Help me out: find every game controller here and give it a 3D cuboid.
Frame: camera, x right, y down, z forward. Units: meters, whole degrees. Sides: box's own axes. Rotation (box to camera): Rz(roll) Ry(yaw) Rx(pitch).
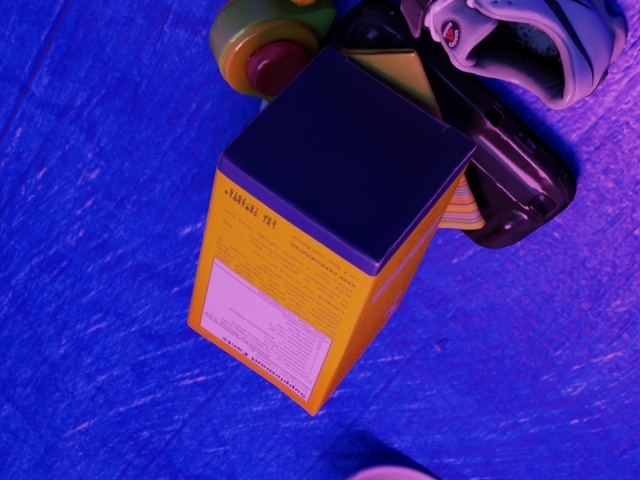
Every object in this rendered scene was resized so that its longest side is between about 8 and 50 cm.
[{"bbox_3d":[0.128,-0.121,1.390,0.319,0.067,0.166,43,147,-6],"label":"game controller"}]

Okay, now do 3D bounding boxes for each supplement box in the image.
[{"bbox_3d":[0.000,0.000,1.382,0.194,0.195,0.356,35,148,10],"label":"supplement box"}]

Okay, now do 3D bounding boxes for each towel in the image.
[{"bbox_3d":[0.100,-0.107,1.357,0.102,0.021,0.237,4,134,36],"label":"towel"}]

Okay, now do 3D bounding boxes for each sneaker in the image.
[{"bbox_3d":[0.138,-0.246,1.224,0.330,0.146,0.122,33,134,5],"label":"sneaker"}]

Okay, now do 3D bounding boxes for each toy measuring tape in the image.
[{"bbox_3d":[-0.085,-0.175,1.410,0.121,0.121,0.330,33,133,2],"label":"toy measuring tape"}]

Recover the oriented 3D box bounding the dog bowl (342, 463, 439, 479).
[{"bbox_3d":[0.096,0.439,1.683,0.265,0.265,0.104,37,136,-1],"label":"dog bowl"}]
